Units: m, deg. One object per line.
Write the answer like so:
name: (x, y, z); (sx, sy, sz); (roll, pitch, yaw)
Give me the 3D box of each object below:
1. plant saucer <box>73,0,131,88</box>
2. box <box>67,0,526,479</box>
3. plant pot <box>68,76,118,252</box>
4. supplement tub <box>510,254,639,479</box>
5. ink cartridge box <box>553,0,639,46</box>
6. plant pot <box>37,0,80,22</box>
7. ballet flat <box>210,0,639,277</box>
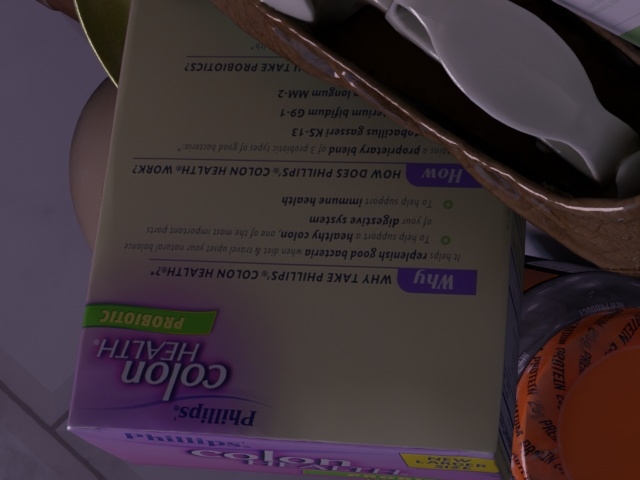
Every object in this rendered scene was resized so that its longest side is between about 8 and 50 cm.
plant saucer: (-0.049, -0.154, 0.851); (0.241, 0.037, 0.241); (16, 127, 21)
box: (0.000, 0.000, 0.728); (0.214, 0.243, 0.117); (1, 161, 12)
plant pot: (-0.071, -0.073, 1.293); (0.284, 0.284, 0.191); (47, 149, -15)
supplement tub: (0.167, 0.111, 0.968); (0.193, 0.193, 0.316); (47, 176, -8)
ink cartridge box: (0.087, -0.132, 0.478); (0.235, 0.056, 0.171); (24, 177, -5)
plant pot: (-0.159, -0.236, 1.166); (0.165, 0.167, 0.167); (38, 174, 10)
ballet flat: (0.044, -0.105, 0.622); (0.342, 0.116, 0.124); (42, -175, 21)
